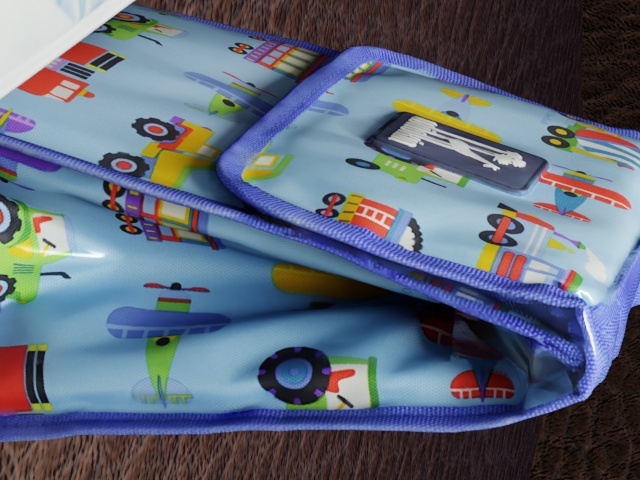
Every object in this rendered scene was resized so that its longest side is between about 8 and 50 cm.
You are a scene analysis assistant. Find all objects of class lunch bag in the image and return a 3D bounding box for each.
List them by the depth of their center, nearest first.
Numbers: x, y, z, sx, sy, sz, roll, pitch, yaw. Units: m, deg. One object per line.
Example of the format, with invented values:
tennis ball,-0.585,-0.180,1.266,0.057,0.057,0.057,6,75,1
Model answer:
lunch bag,0.000,0.000,0.747,0.221,0.293,0.138,-48,143,-68

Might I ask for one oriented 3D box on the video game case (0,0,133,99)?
video game case,-0.117,-0.134,0.461,0.329,0.036,0.300,-45,152,-42
